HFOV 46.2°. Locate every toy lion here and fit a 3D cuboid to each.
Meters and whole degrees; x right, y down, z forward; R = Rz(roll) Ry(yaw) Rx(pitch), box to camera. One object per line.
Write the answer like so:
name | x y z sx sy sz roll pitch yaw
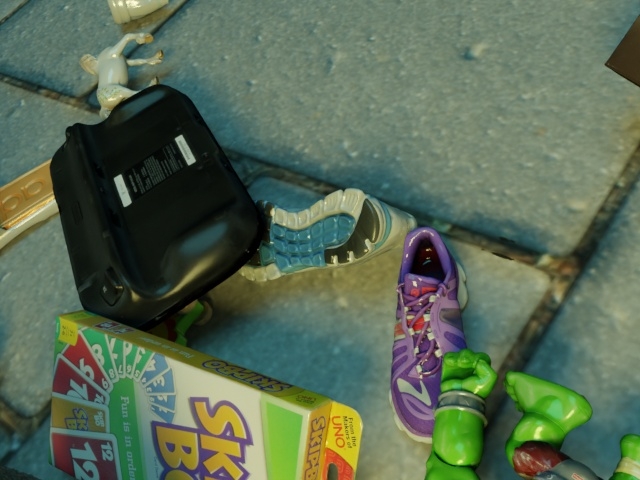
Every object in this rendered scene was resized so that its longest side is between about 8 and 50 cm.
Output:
toy lion | -0.150 0.075 0.658 0.100 0.034 0.096 31 76 39

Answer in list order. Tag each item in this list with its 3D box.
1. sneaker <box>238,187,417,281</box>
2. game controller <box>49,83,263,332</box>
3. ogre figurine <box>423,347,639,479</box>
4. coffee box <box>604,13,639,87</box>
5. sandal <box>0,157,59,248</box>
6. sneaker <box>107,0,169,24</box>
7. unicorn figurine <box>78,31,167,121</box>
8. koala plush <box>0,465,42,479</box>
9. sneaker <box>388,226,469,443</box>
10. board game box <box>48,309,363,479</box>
sneaker | 0.000 0.000 0.637 0.191 0.083 0.071 -2 85 45
game controller | -0.165 -0.044 0.704 0.166 0.067 0.319 -27 42 -7
ogre figurine | 0.131 0.149 0.419 0.197 0.097 0.118 38 68 12
coffee box | 0.347 -0.189 0.531 0.246 0.098 0.141 -60 41 21
sandal | -0.371 -0.039 0.816 0.265 0.076 0.102 -37 47 -9
sneaker | -0.257 -0.386 1.076 0.094 0.080 0.212 -13 54 -3
unicorn figurine | -0.244 -0.204 0.913 0.111 0.060 0.162 -15 47 10
koala plush | -0.204 0.245 0.377 0.221 0.203 0.196 -57 29 -7
sneaker | 0.073 0.063 0.540 0.068 0.071 0.170 -12 49 14
board game box | -0.093 0.140 0.524 0.259 0.039 0.124 12 102 29
